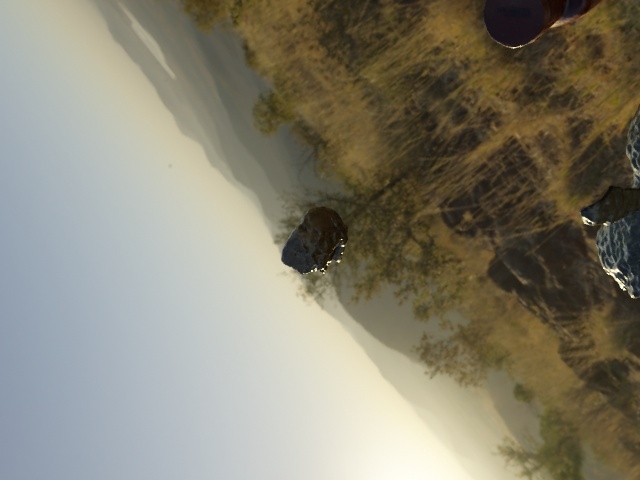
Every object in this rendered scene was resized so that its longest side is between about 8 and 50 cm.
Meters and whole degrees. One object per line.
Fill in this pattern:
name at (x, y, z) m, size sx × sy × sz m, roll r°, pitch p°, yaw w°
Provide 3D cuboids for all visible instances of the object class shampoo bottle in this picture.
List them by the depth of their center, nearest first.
shampoo bottle at (0.301, -0.320, 0.719) m, size 0.118 × 0.314 × 0.076 m, roll 22°, pitch 135°, yaw 35°

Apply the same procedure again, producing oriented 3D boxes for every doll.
doll at (0.269, -0.093, 0.447) m, size 0.091 × 0.286 × 0.202 m, roll 10°, pitch -173°, yaw 30°

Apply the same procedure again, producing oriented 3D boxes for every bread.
bread at (0.000, 0.000, 0.742) m, size 0.060 × 0.082 × 0.113 m, roll 32°, pitch -163°, yaw 12°
